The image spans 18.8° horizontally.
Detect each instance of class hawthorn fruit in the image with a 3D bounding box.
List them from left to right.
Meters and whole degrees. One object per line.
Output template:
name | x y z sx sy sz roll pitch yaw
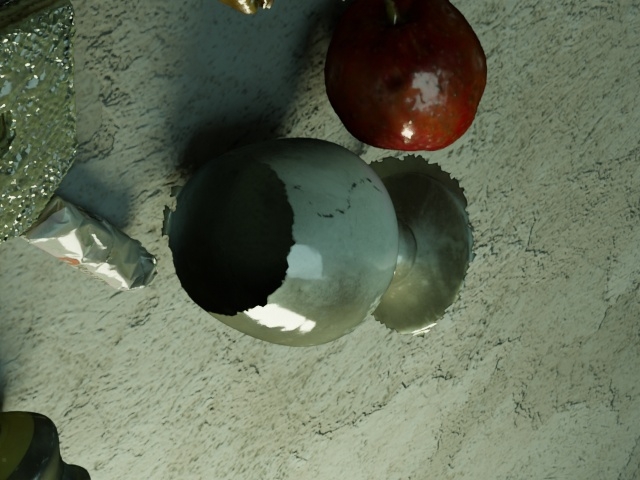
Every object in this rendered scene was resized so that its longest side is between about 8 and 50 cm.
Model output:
hawthorn fruit | 0.088 -0.195 2.059 0.179 0.179 0.200 -39 140 -21

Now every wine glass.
wine glass | 0.000 0.000 2.085 0.323 0.238 0.238 9 114 -53

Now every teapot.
teapot | -0.324 0.254 2.007 0.166 0.130 0.119 -32 122 24

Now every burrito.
burrito | -0.231 0.004 1.947 0.064 0.064 0.203 -54 146 2

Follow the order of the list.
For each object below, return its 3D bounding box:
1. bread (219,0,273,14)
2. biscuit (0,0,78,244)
bread | -0.105 -0.344 1.557 0.191 0.314 0.370 -45 153 3
biscuit | -0.290 -0.104 1.776 0.147 0.046 0.250 -29 141 -34
